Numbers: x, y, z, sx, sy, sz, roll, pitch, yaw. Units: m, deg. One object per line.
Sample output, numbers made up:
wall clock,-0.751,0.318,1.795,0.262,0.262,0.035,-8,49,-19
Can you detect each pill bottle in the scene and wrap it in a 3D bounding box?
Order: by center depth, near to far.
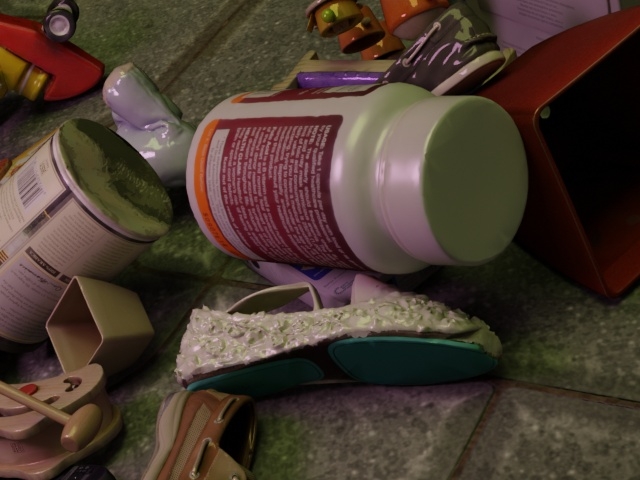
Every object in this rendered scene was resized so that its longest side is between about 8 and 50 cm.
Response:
pill bottle,0.039,-0.074,1.522,0.392,0.224,0.224,5,43,47

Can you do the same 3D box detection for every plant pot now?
plant pot,0.324,-0.124,1.593,0.267,0.267,0.235,-38,26,-21
plant pot,-0.286,0.119,1.674,0.096,0.109,0.109,-1,50,-41

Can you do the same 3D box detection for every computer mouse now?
computer mouse,-0.350,0.311,1.551,0.242,0.041,0.071,-7,23,30

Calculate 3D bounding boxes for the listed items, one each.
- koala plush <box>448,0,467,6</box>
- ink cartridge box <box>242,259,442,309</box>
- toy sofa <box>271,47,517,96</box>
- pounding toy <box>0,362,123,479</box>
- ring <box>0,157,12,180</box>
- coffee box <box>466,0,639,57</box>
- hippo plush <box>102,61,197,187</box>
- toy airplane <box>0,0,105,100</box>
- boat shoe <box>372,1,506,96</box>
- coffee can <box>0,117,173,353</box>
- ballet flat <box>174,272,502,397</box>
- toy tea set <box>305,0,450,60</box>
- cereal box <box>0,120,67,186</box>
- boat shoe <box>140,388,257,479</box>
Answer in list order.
koala plush,0.271,-0.413,2.063,0.221,0.203,0.196,-15,40,-28
ink cartridge box,0.000,0.000,1.740,0.165,0.065,0.332,-37,40,-19
toy sofa,0.110,-0.170,1.826,0.362,0.150,0.177,5,43,31
pounding toy,-0.351,0.194,1.572,0.269,0.155,0.154,-1,27,35
ring,-0.566,-0.003,1.786,0.336,0.032,0.337,-39,18,15
coffee box,0.428,-0.407,1.805,0.334,0.338,0.337,-35,39,-18
hippo plush,-0.287,-0.101,1.943,0.236,0.234,0.294,-42,81,1
toy airplane,-0.643,-0.332,2.309,0.384,0.273,0.386,26,23,30
boat shoe,0.104,-0.192,1.688,0.335,0.096,0.112,-35,-14,37
coffee can,-0.366,-0.004,1.727,0.275,0.201,0.202,-39,31,22
ballet flat,0.010,0.105,1.517,0.408,0.147,0.147,-8,38,17
toy tea set,0.115,-0.312,1.921,0.200,0.124,0.336,-25,-9,14
cereal box,-0.419,-0.107,2.098,0.173,0.047,0.240,-39,40,-22
boat shoe,-0.128,0.282,1.404,0.116,0.123,0.324,-11,39,11
